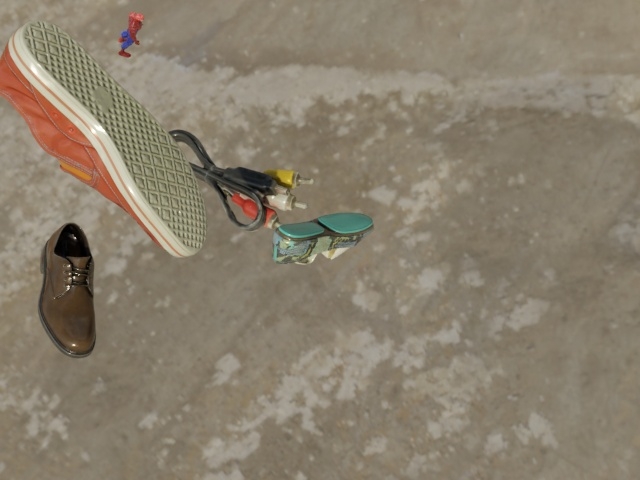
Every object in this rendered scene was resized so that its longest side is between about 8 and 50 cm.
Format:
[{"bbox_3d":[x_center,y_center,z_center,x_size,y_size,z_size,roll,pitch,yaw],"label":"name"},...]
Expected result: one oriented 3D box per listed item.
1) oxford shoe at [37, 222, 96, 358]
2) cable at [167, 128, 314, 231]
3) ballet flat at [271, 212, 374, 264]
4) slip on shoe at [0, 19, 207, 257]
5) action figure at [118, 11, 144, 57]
[{"bbox_3d":[-0.383,0.071,1.401,0.096,0.083,0.227,-49,50,43],"label":"oxford shoe"},{"bbox_3d":[-0.160,-0.092,1.550,0.287,0.072,0.139,20,69,23],"label":"cable"},{"bbox_3d":[0.000,0.000,1.334,0.188,0.070,0.070,-8,28,-41],"label":"ballet flat"},{"bbox_3d":[-0.259,-0.109,1.103,0.101,0.331,0.123,-32,17,34],"label":"slip on shoe"},{"bbox_3d":[-0.279,-0.310,1.363,0.030,0.115,0.038,6,76,-19],"label":"action figure"}]
